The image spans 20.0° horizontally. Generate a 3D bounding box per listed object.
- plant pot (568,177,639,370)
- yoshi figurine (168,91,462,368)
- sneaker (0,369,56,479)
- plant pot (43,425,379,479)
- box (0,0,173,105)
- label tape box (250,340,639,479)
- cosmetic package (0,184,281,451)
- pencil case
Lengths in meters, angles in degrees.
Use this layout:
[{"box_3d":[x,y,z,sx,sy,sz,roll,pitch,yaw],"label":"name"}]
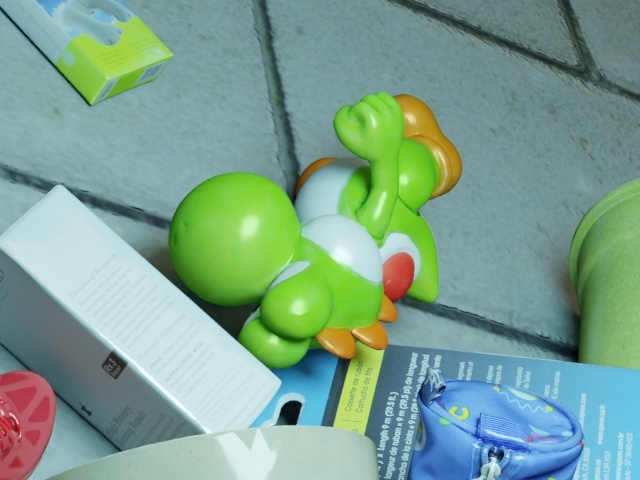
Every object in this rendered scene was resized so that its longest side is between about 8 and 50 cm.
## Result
[{"box_3d":[0.345,0.120,1.711,0.276,0.276,0.254,32,48,-11],"label":"plant pot"},{"box_3d":[-0.014,-0.024,1.559,0.203,0.204,0.362,4,23,17],"label":"yoshi figurine"},{"box_3d":[-0.230,0.134,1.250,0.087,0.128,0.221,40,36,-1],"label":"sneaker"},{"box_3d":[-0.059,0.289,1.169,0.256,0.256,0.274,5,63,-39],"label":"plant pot"},{"box_3d":[-0.234,-0.213,1.703,0.178,0.042,0.109,47,35,9],"label":"box"},{"box_3d":[0.101,0.205,1.459,0.347,0.115,0.249,4,36,10],"label":"label tape box"},{"box_3d":[-0.152,0.080,1.380,0.231,0.117,0.085,40,53,2],"label":"cosmetic package"},{"box_3d":[0.089,0.244,1.264,0.119,0.306,0.133,17,11,7],"label":"pencil case"}]
